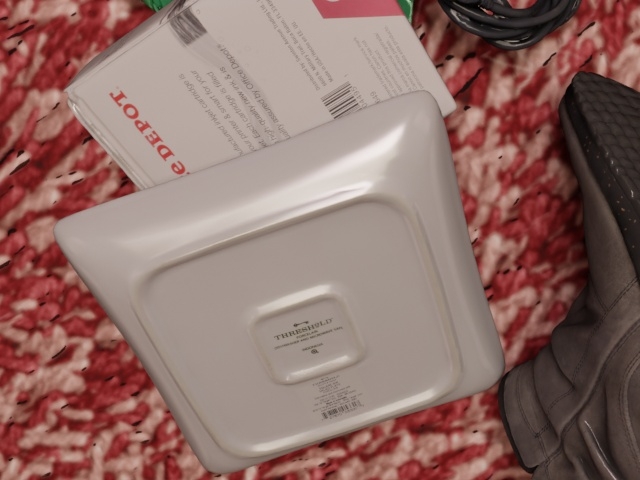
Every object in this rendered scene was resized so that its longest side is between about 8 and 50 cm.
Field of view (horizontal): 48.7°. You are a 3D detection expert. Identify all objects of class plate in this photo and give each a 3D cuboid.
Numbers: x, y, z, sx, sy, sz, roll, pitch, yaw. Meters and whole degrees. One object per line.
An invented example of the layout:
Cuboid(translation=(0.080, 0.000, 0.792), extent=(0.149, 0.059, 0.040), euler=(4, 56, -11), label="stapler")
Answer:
Cuboid(translation=(-0.011, 0.061, 0.526), extent=(0.277, 0.045, 0.278), euler=(-19, 122, 4), label="plate")

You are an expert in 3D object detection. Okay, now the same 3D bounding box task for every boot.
Cuboid(translation=(0.197, 0.053, 0.514), extent=(0.118, 0.338, 0.223), euler=(12, 139, -16), label="boot")

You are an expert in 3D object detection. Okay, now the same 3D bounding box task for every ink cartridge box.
Cuboid(translation=(-0.041, -0.111, 0.503), extent=(0.218, 0.092, 0.158), euler=(-30, 118, 14), label="ink cartridge box")

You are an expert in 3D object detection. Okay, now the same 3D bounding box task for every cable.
Cuboid(translation=(0.123, -0.227, 0.525), extent=(0.184, 0.047, 0.151), euler=(30, 62, -19), label="cable")

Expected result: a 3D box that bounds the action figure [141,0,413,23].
Cuboid(translation=(-0.045, -0.196, 0.550), extent=(0.232, 0.063, 0.137), euler=(5, 98, -2), label="action figure")
